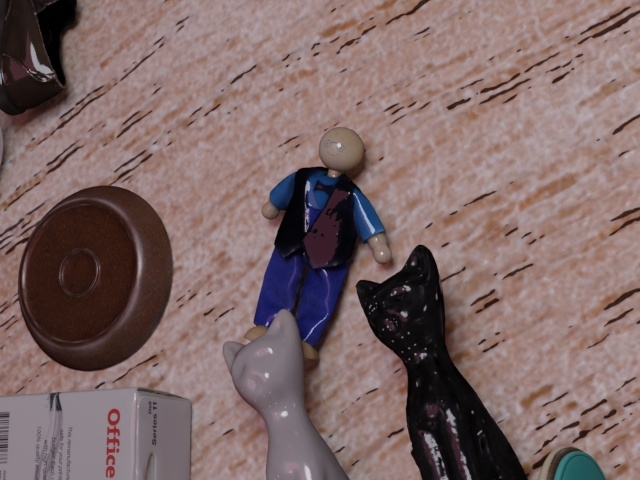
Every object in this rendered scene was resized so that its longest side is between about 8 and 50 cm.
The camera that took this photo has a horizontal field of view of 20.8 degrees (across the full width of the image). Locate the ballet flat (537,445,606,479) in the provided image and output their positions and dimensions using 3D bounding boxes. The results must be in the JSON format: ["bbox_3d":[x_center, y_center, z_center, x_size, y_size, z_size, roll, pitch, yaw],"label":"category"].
[{"bbox_3d":[0.181,0.276,1.254,0.086,0.086,0.248,-18,73,26],"label":"ballet flat"}]

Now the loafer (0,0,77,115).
[{"bbox_3d":[-0.257,-0.223,1.603,0.078,0.080,0.220,-4,79,16],"label":"loafer"}]

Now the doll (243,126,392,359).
[{"bbox_3d":[0.000,0.000,1.423,0.129,0.046,0.189,16,92,30],"label":"doll"}]

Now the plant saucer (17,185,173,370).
[{"bbox_3d":[-0.208,0.031,1.547,0.168,0.029,0.168,-5,78,28],"label":"plant saucer"}]

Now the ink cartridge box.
[{"bbox_3d":[-0.216,0.208,1.482,0.208,0.087,0.153,-5,77,29],"label":"ink cartridge box"}]

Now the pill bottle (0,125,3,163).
[{"bbox_3d":[-0.431,-0.116,1.629,0.264,0.153,0.153,25,93,31],"label":"pill bottle"}]

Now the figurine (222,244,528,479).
[{"bbox_3d":[0.030,0.136,1.341,0.215,0.092,0.209,-24,77,24],"label":"figurine"}]
